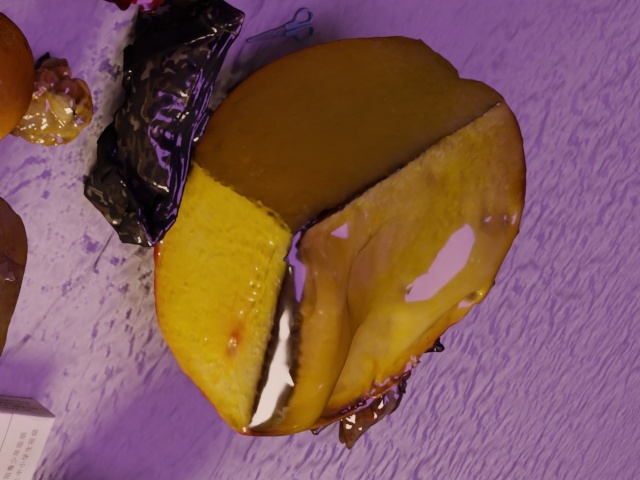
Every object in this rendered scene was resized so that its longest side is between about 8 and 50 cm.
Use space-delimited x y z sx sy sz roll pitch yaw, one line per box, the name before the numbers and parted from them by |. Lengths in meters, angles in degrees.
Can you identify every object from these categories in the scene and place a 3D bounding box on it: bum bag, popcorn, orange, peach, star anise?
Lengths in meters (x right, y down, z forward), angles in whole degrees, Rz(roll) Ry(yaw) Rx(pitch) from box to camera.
bum bag | -0.149 -0.114 1.700 0.069 0.102 0.248 12 103 -46
popcorn | -0.240 -0.129 1.642 0.084 0.084 0.084 -24 128 -34
orange | -0.309 -0.132 1.495 0.159 0.159 0.136 -37 111 -24
peach | 0.000 0.000 1.811 0.380 0.242 0.306 -42 142 -25
star anise | 0.070 0.107 2.062 0.288 0.088 0.288 -37 139 -40

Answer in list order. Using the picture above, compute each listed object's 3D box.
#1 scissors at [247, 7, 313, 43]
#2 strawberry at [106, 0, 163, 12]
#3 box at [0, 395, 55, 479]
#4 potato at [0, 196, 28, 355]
scissors | -0.039 -0.205 1.830 0.083 0.006 0.036 -20 124 -36
strawberry | -0.158 -0.347 1.526 0.265 0.149 0.336 -26 144 -16
box | -0.333 0.195 1.746 0.152 0.048 0.100 13 101 -46
potato | -0.360 0.080 1.579 0.296 0.141 0.191 -53 141 -11
